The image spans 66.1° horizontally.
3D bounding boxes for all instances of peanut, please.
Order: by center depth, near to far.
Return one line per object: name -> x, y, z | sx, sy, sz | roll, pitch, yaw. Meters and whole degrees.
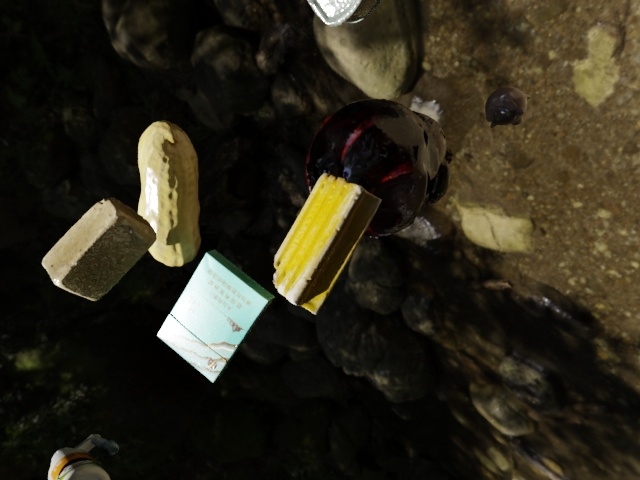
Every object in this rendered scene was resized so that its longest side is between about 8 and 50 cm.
peanut -> -0.332, -0.098, 1.069 | 0.147, 0.147, 0.319 | 24, 120, 53

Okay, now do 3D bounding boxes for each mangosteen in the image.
mangosteen -> 0.152, -0.199, 1.349 | 0.381, 0.421, 0.381 | 14, 114, 32

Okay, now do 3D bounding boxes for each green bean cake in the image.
green bean cake -> -0.407, 0.016, 0.913 | 0.085, 0.179, 0.109 | 41, 179, 34

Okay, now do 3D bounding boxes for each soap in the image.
soap -> 0.000, 0.000, 0.889 | 0.073, 0.232, 0.140 | 29, -179, -29

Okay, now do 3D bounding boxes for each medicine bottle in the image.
medicine bottle -> -0.333, 0.317, 0.693 | 0.220, 0.092, 0.061 | -18, 106, 54

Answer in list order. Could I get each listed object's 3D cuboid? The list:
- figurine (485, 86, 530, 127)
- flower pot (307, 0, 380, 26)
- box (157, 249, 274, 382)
figurine -> 0.559, -0.399, 1.477 | 0.125, 0.138, 0.125 | 14, 114, 34
flower pot -> 0.082, -0.519, 0.936 | 0.103, 0.108, 0.229 | 46, 130, 2
box -> -0.219, 0.157, 1.012 | 0.162, 0.229, 0.041 | 38, -162, 8
